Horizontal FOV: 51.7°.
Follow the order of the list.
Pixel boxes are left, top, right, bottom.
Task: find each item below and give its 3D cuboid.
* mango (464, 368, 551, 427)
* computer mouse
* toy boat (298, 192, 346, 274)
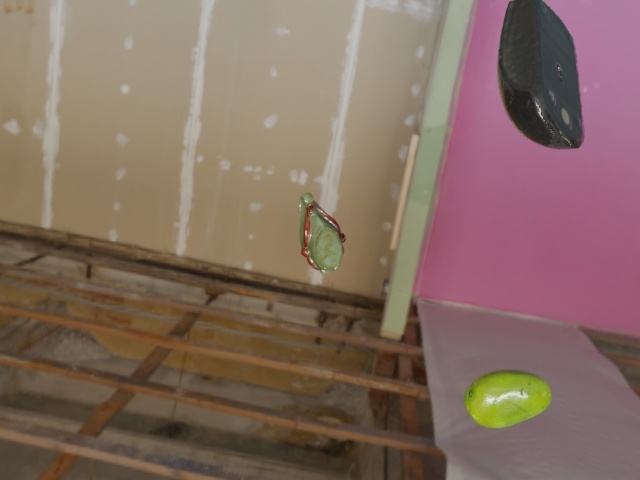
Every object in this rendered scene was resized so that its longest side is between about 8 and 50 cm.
[{"bbox_3d":[0.360,0.299,1.278,0.163,0.117,0.089,-21,-156,3],"label":"mango"},{"bbox_3d":[0.359,-0.266,1.106,0.100,0.269,0.170,-17,146,39],"label":"computer mouse"},{"bbox_3d":[0.001,0.001,1.202,0.089,0.185,0.071,-23,-142,-13],"label":"toy boat"}]
